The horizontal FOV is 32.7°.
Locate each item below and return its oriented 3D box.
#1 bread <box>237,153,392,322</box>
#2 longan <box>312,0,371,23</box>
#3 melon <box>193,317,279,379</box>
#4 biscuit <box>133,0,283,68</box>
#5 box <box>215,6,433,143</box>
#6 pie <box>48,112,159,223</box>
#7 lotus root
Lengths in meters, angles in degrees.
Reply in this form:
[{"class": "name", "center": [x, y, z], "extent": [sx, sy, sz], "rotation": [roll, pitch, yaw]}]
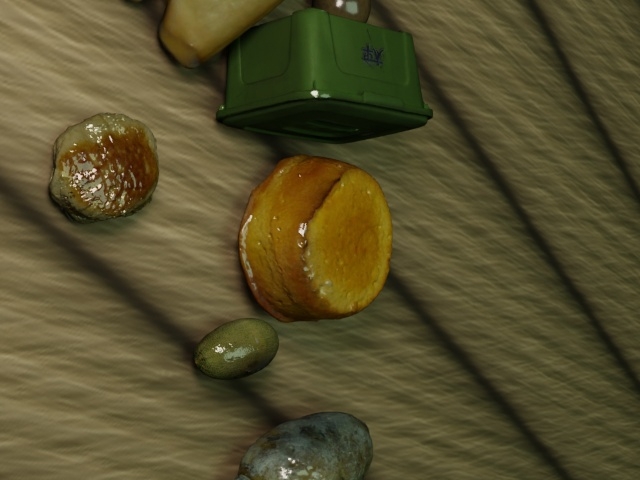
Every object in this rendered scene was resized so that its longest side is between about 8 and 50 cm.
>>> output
[{"class": "bread", "center": [-0.002, 0.005, 1.912], "extent": [0.312, 0.172, 0.312], "rotation": [-6, 98, -47]}, {"class": "longan", "center": [0.037, -0.422, 1.947], "extent": [0.113, 0.092, 0.113], "rotation": [0, 90, -23]}, {"class": "melon", "center": [-0.142, 0.184, 1.845], "extent": [0.162, 0.099, 0.099], "rotation": [-14, 107, -42]}, {"class": "biscuit", "center": [-0.157, -0.423, 1.655], "extent": [0.290, 0.062, 0.237], "rotation": [-37, 123, 1]}, {"class": "box", "center": [0.007, -0.272, 1.838], "extent": [0.328, 0.252, 0.178], "rotation": [5, 80, -48]}, {"class": "pie", "center": [-0.318, -0.106, 1.625], "extent": [0.193, 0.079, 0.163], "rotation": [-29, 112, -39]}, {"class": "lotus root", "center": [-0.013, 0.399, 1.969], "extent": [0.349, 0.175, 0.175], "rotation": [-21, 112, -47]}]
